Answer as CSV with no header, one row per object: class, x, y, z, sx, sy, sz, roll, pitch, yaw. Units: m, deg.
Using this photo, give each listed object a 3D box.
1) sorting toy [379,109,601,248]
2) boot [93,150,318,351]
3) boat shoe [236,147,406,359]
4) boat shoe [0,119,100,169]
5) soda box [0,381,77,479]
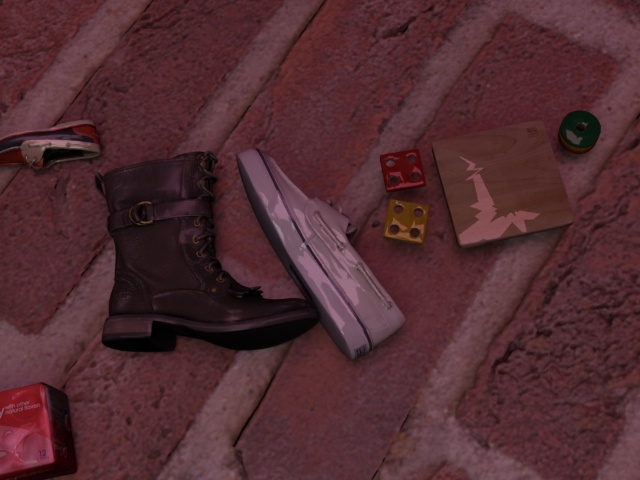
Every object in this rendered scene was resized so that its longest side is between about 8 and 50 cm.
sorting toy,0.197,-0.058,1.123,0.274,0.046,0.132,-12,69,-2
boot,-0.133,0.004,1.094,0.263,0.091,0.229,-2,70,5
boat shoe,0.000,0.000,1.088,0.088,0.096,0.267,-29,72,-12
boat shoe,-0.332,-0.108,1.172,0.137,0.049,0.043,-14,71,-7
soda box,-0.399,0.227,1.029,0.263,0.083,0.092,-13,69,-1
